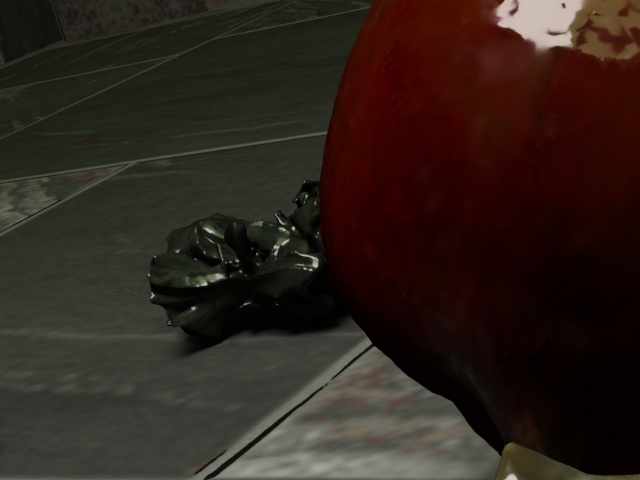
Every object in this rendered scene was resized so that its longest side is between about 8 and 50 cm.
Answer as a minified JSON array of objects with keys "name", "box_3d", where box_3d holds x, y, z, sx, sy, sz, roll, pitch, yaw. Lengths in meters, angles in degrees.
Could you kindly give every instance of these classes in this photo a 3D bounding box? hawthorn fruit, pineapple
[{"name":"hawthorn fruit","box_3d":[0.137,-0.042,0.681,0.311,0.295,0.295,-16,11,-36]},{"name":"pineapple","box_3d":[0.000,0.000,1.060,0.237,0.111,0.119,-19,-17,13]}]

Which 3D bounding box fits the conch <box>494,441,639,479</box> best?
[{"name":"conch","box_3d":[0.093,0.128,0.293,0.297,0.210,0.352,-27,7,24]}]
